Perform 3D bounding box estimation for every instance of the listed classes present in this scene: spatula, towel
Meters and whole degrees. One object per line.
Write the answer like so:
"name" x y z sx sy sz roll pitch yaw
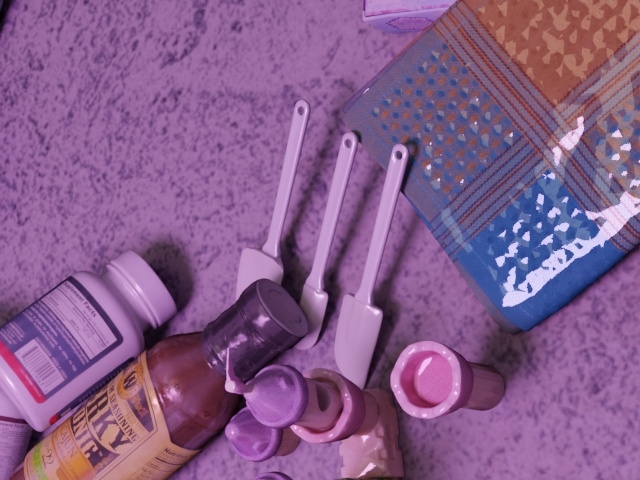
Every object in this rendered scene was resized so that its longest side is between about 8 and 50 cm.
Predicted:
"spatula" 0.000 0.000 1.514 0.168 0.019 0.242 29 118 34
"towel" 0.219 -0.127 1.388 0.370 0.040 0.271 -43 74 26

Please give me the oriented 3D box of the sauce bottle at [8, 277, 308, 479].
"sauce bottle" -0.156 0.164 1.565 0.344 0.111 0.111 -42 63 19

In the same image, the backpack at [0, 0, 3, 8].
"backpack" -0.413 -0.326 1.788 0.166 0.144 0.188 35 97 36

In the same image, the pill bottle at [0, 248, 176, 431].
"pill bottle" -0.236 0.093 1.596 0.180 0.108 0.108 -37 60 -16

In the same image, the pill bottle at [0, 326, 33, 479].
"pill bottle" -0.360 0.200 1.676 0.121 0.121 0.221 16 90 32

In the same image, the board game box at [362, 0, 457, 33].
"board game box" 0.195 -0.360 1.474 0.318 0.066 0.318 -1 82 31

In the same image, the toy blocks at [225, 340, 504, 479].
"toy blocks" -0.011 0.246 1.379 0.309 0.260 0.288 -13 75 28
